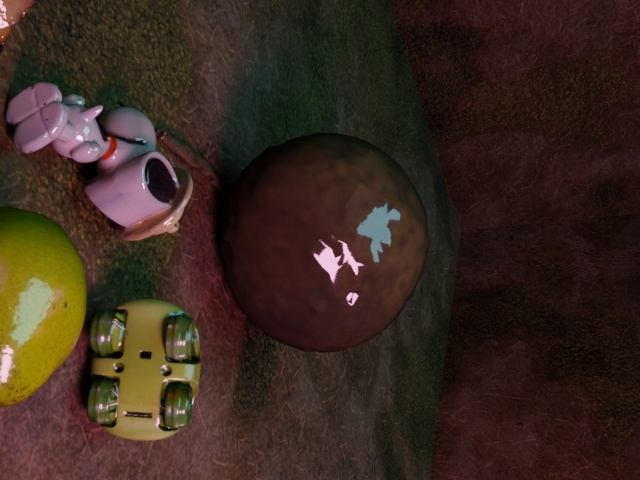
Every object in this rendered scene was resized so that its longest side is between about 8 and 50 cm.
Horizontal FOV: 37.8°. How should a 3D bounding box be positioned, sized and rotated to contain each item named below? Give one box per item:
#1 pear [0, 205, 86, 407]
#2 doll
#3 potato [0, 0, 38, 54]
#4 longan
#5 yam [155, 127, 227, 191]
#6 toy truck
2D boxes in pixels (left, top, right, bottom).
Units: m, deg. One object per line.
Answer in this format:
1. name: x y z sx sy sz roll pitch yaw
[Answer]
1. pear: -0.342 0.070 0.981 0.187 0.188 0.219 61 26 -46
2. doll: -0.293 -0.098 1.259 0.208 0.144 0.271 65 17 6
3. potato: -0.392 -0.314 0.910 0.237 0.301 0.288 34 23 -31
4. longan: 0.000 0.000 1.648 0.391 0.391 0.391 -6 90 -69
5. yam: -0.215 -0.137 1.596 0.027 0.029 0.234 -62 153 -9
6. toy truck: -0.240 0.191 1.307 0.210 0.148 0.187 99 -6 -65
